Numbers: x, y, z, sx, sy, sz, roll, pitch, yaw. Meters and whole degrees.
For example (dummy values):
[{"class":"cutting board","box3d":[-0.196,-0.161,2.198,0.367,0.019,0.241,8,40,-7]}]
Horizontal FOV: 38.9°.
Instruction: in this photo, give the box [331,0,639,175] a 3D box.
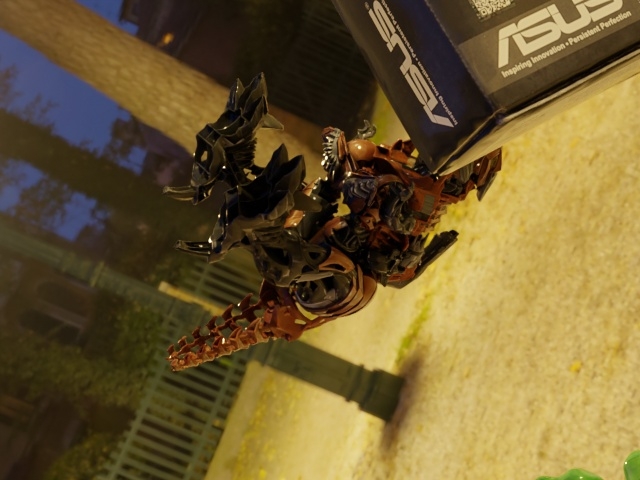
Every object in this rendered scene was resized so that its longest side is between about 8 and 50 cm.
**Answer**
[{"class":"box","box3d":[0.153,-0.257,0.465,0.395,0.318,0.097,-28,-5,-15]}]

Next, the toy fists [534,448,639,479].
[{"class":"toy fists","box3d":[0.306,0.262,0.870,0.279,0.142,0.096,-28,41,32]}]

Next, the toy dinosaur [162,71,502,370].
[{"class":"toy dinosaur","box3d":[0.000,0.000,0.736,0.322,0.218,0.164,-54,38,-5]}]
